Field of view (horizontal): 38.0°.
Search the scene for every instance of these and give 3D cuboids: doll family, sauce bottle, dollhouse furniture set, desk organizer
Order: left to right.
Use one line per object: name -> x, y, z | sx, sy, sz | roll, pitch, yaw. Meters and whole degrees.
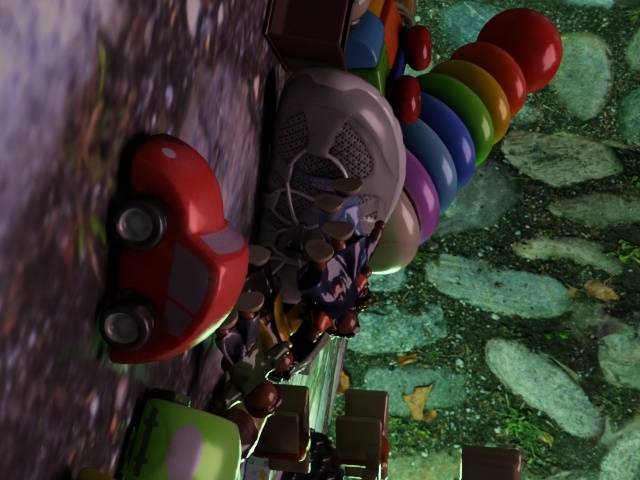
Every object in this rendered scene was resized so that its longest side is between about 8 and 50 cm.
sauce bottle -> -0.064, 0.136, 0.666 | 0.128, 0.042, 0.042 | -60, 160, -69
doll family -> -0.010, 0.043, 0.641 | 0.193, 0.076, 0.111 | -34, 130, -23
desk organizer -> -0.003, -0.150, 0.662 | 0.130, 0.050, 0.047 | 16, 85, -85
dollhouse furniture set -> 0.035, 0.241, 0.762 | 0.262, 0.259, 0.135 | -60, 150, -71

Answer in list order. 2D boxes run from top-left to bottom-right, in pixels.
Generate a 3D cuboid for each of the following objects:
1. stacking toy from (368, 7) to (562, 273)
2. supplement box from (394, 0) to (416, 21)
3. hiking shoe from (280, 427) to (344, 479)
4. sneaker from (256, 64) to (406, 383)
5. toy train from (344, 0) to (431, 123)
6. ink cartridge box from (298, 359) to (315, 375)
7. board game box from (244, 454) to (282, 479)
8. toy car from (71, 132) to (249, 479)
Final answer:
stacking toy -> 0.123, -0.118, 0.910 | 0.330, 0.141, 0.141 | -44, 157, -28
supplement box -> 0.055, -0.220, 1.006 | 0.080, 0.078, 0.233 | 95, 8, -51
hiking shoe -> -0.049, 0.385, 1.190 | 0.132, 0.113, 0.304 | -42, -149, 43
sneaker -> 0.000, 0.000, 0.723 | 0.115, 0.105, 0.281 | -65, 163, -48
toy train -> 0.044, -0.218, 0.838 | 0.248, 0.105, 0.143 | -74, 159, -46
ink cartridge box -> -0.019, 0.069, 0.947 | 0.122, 0.052, 0.088 | -68, 168, -71
board game box -> -0.059, 0.249, 1.037 | 0.154, 0.026, 0.103 | -67, 167, -67
toy car -> -0.069, 0.095, 0.438 | 0.225, 0.053, 0.238 | 86, 16, -71
